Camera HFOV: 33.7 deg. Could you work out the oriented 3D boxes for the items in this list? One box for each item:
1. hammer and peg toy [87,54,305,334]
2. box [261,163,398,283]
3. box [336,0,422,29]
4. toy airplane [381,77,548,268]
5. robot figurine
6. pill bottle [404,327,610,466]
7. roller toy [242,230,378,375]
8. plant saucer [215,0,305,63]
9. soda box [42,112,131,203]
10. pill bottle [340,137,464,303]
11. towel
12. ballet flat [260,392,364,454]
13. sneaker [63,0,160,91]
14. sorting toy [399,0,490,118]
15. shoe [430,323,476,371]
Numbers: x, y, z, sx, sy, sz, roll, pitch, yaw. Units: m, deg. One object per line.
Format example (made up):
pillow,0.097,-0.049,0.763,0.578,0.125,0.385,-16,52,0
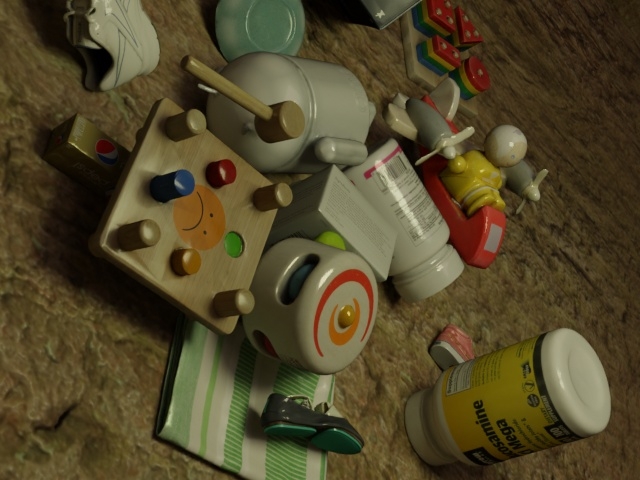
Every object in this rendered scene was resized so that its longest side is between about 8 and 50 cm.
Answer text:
hammer and peg toy,-0.169,-0.080,1.516,0.266,0.127,0.361,38,57,-35
box,0.000,0.000,1.755,0.182,0.181,0.119,45,40,-25
box,0.065,-0.610,2.098,0.343,0.179,0.312,53,2,-17
toy airplane,0.300,-0.176,2.175,0.384,0.272,0.386,56,36,-11
robot figurine,-0.054,-0.214,1.801,0.300,0.200,0.353,34,21,30
pill bottle,0.320,0.289,1.860,0.188,0.334,0.188,30,47,-39
roller toy,-0.009,0.102,1.593,0.191,0.146,0.209,-14,113,-49
plant saucer,-0.097,-0.389,1.906,0.195,0.037,0.195,-9,105,-35
soda box,-0.306,-0.102,1.525,0.181,0.061,0.058,38,43,-33
pill bottle,0.141,-0.035,1.978,0.283,0.160,0.160,58,35,-10
towel,-0.100,0.242,1.603,0.325,0.038,0.248,36,45,-35
ballet flat,-0.008,0.273,1.613,0.203,0.074,0.074,24,52,-39
sneaker,-0.320,-0.351,1.546,0.129,0.111,0.297,-52,140,-42
sorting toy,0.305,-0.459,2.514,0.255,0.089,0.257,24,51,-43
shoe,0.289,0.248,2.079,0.178,0.063,0.081,51,42,-11
